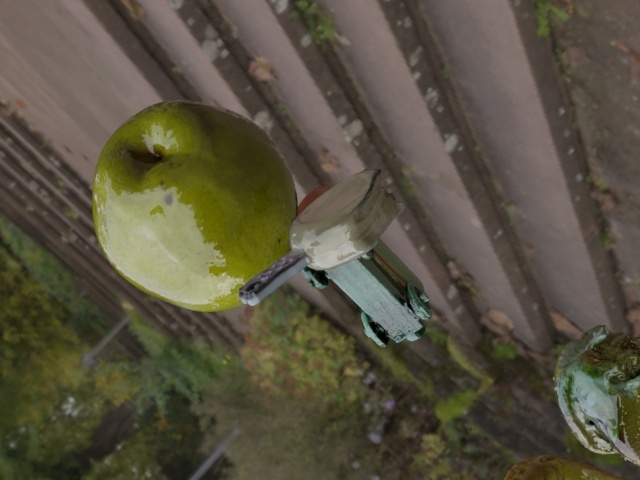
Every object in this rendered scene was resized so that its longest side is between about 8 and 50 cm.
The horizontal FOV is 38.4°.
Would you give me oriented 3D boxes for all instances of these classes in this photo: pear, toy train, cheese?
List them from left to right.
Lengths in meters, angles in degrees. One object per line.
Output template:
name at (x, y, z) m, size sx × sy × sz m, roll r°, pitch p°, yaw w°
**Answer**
pear at (-0.159, -0.040, 1.216) m, size 0.294 × 0.294 × 0.294 m, roll 41°, pitch 171°, yaw 8°
cheese at (0.005, -0.001, 0.782) m, size 0.092 × 0.171 × 0.048 m, roll -15°, pitch 113°, yaw 46°
toy train at (0.065, 0.037, 1.412) m, size 0.285 × 0.116 × 0.177 m, roll 44°, pitch -159°, yaw -28°

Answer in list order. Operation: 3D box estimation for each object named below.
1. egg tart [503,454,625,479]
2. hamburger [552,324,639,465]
egg tart at (0.338, 0.407, 1.161) m, size 0.294 × 0.123 × 0.294 m, roll 21°, pitch -148°, yaw -14°
hamburger at (0.536, 0.296, 1.662) m, size 0.167 × 0.192 × 0.288 m, roll 12°, pitch 123°, yaw 64°
